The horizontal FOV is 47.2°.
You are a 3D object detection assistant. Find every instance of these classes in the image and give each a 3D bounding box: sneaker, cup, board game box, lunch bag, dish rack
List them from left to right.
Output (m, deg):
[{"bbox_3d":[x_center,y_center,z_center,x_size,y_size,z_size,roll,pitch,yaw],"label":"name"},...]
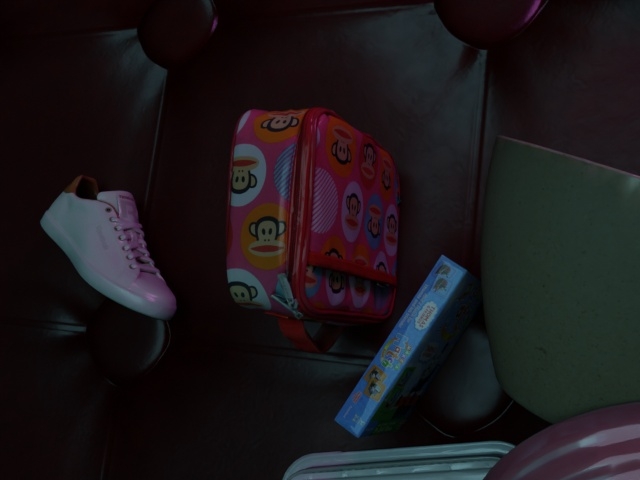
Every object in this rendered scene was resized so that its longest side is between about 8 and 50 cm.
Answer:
[{"bbox_3d":[-0.299,-0.001,1.072,0.290,0.106,0.123,38,97,27],"label":"sneaker"},{"bbox_3d":[0.000,0.000,0.843,0.120,0.293,0.258,2,83,25],"label":"lunch bag"},{"bbox_3d":[0.098,0.385,0.841,0.333,0.072,0.285,-11,74,20],"label":"dish rack"},{"bbox_3d":[0.112,0.125,0.840,0.039,0.160,0.211,33,93,25],"label":"board game box"},{"bbox_3d":[0.292,0.060,0.711,0.331,0.331,0.236,22,101,26],"label":"cup"}]

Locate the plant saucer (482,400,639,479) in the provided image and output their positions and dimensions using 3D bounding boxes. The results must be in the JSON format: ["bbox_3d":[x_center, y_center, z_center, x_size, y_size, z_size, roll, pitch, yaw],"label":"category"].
[{"bbox_3d":[0.300,0.288,0.649,0.332,0.084,0.332,4,121,6],"label":"plant saucer"}]
